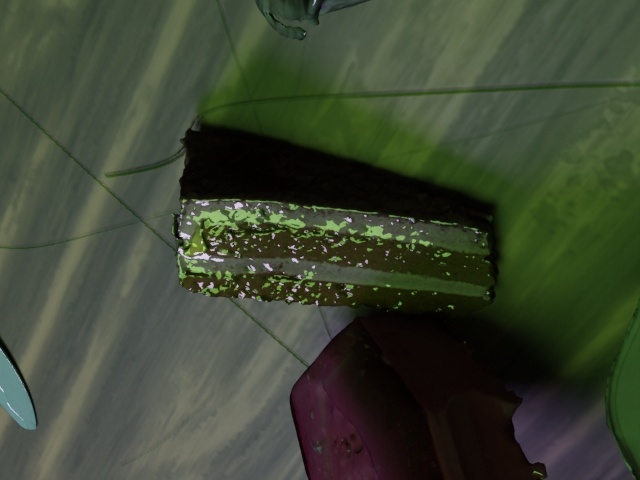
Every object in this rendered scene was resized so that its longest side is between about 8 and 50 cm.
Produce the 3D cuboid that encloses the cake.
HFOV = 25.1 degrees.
[{"bbox_3d":[0.000,0.000,1.186,0.295,0.113,0.116,13,135,13],"label":"cake"}]

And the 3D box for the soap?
[{"bbox_3d":[0.087,0.222,1.174,0.220,0.127,0.325,124,134,-55],"label":"soap"}]

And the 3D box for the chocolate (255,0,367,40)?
[{"bbox_3d":[0.048,-0.278,0.814,0.303,0.213,0.303,164,90,-75],"label":"chocolate"}]

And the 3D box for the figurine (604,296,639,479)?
[{"bbox_3d":[0.309,0.144,1.058,0.166,0.250,0.141,-5,144,29],"label":"figurine"}]

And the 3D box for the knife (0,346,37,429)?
[{"bbox_3d":[-0.400,0.087,1.538,0.080,0.044,0.331,-24,119,34],"label":"knife"}]
